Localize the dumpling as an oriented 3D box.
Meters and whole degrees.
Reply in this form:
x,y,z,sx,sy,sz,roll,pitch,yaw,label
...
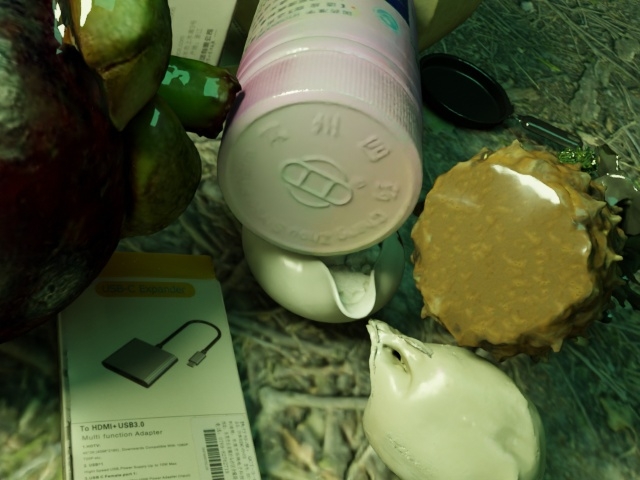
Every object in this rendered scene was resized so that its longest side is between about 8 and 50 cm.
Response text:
x,y,z,sx,sy,sz,roll,pitch,yaw,label
0.100,0.142,0.577,0.118,0.136,0.199,-31,68,3,dumpling

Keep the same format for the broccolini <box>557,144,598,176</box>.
x,y,z,sx,sy,sz,roll,pitch,yaw,label
0.236,-0.070,0.903,0.239,0.051,0.054,-17,76,-31,broccolini

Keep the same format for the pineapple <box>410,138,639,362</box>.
x,y,z,sx,sy,sz,roll,pitch,yaw,label
0.210,0.001,0.651,0.165,0.165,0.364,51,28,22,pineapple

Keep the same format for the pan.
x,y,z,sx,sy,sz,roll,pitch,yaw,label
0.226,-0.168,0.996,0.235,0.028,0.136,29,43,5,pan

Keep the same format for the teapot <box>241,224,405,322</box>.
x,y,z,sx,sy,sz,roll,pitch,yaw,label
0.000,0.000,0.673,0.145,0.092,0.226,10,44,-23,teapot

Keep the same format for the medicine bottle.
x,y,z,sx,sy,sz,roll,pitch,yaw,label
0.007,-0.123,0.632,0.152,0.152,0.254,18,40,-11,medicine bottle

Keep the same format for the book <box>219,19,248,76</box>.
x,y,z,sx,sy,sz,roll,pitch,yaw,label
-0.061,-0.276,0.951,0.289,0.026,0.201,-15,58,-37,book

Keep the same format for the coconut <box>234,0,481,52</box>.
x,y,z,sx,sy,sz,roll,pitch,yaw,label
0.042,-0.335,0.835,0.322,0.323,0.323,15,44,-15,coconut

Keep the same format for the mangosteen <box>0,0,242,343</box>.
x,y,z,sx,sy,sz,roll,pitch,yaw,label
-0.222,-0.070,0.482,0.300,0.300,0.300,15,44,-15,mangosteen

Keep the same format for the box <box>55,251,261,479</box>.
x,y,z,sx,sy,sz,roll,pitch,yaw,label
-0.118,0.112,0.548,0.129,0.033,0.247,3,48,-24,box

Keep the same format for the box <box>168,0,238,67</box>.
x,y,z,sx,sy,sz,roll,pitch,yaw,label
-0.176,-0.247,0.694,0.194,0.260,0.111,-3,52,-30,box
